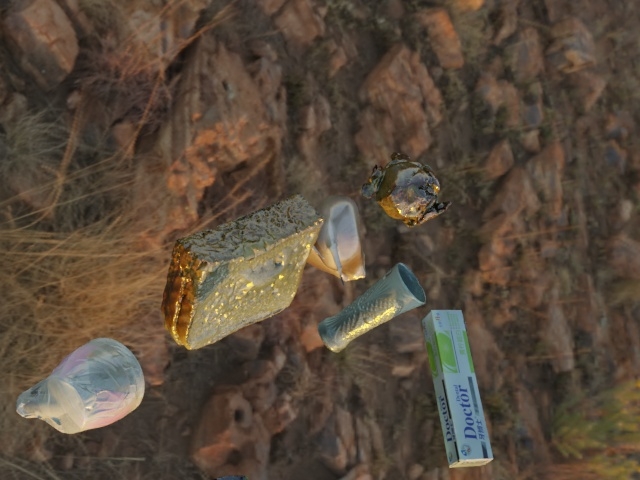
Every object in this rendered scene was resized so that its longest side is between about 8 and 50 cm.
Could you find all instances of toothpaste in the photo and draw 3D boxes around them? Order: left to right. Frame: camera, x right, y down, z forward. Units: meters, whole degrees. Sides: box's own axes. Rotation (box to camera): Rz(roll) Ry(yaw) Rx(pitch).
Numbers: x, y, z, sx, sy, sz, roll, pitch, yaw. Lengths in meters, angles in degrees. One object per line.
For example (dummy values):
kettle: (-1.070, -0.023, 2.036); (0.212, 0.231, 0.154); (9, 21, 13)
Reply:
toothpaste: (0.294, 0.316, 1.685); (0.081, 0.067, 0.337); (2, 61, -17)

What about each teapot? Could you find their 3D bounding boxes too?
teapot: (-0.478, 0.281, 1.518); (0.178, 0.221, 0.163); (-27, 131, -62)

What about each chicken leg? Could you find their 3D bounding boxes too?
chicken leg: (0.239, -0.144, 1.986); (0.211, 0.140, 0.361); (37, 24, 5)

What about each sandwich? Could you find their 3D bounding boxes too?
sandwich: (-0.154, 0.070, 1.481); (0.301, 0.099, 0.271); (-23, 142, -38)

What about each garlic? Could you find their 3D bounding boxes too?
garlic: (0.000, 0.000, 2.139); (0.340, 0.231, 0.246); (-5, 92, -78)

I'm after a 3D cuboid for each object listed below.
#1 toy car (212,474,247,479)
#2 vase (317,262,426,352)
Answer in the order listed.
toy car: (-0.144, 0.474, 1.303); (0.062, 0.071, 0.165); (3, 81, -88)
vase: (0.098, 0.143, 1.571); (0.096, 0.219, 0.096); (45, 22, -24)
